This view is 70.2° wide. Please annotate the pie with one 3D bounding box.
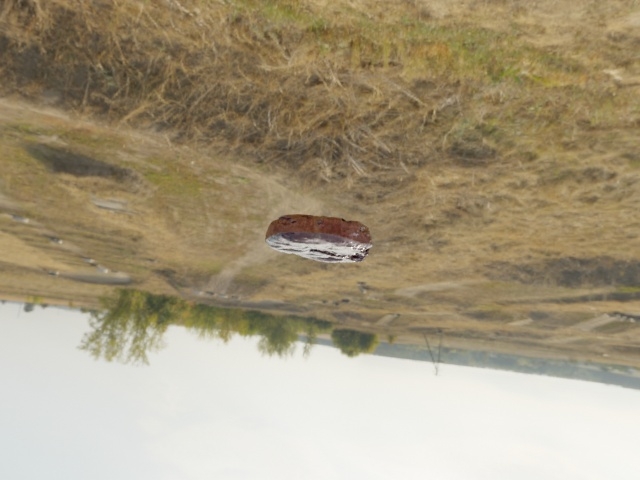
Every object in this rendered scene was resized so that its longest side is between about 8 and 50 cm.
[{"bbox_3d":[0.000,-0.001,0.848,0.204,0.054,0.218,9,169,-10],"label":"pie"}]
